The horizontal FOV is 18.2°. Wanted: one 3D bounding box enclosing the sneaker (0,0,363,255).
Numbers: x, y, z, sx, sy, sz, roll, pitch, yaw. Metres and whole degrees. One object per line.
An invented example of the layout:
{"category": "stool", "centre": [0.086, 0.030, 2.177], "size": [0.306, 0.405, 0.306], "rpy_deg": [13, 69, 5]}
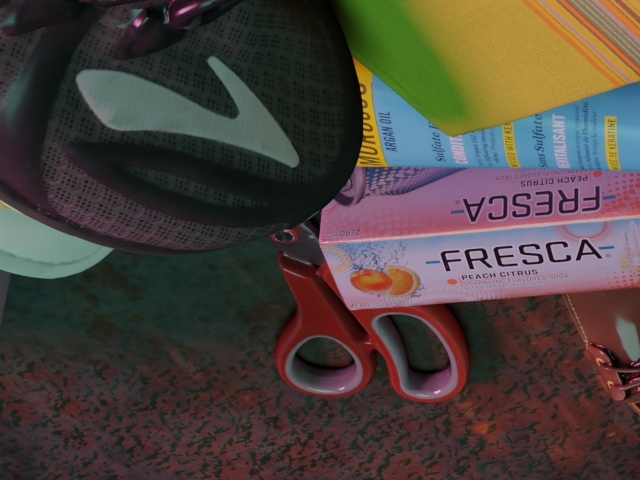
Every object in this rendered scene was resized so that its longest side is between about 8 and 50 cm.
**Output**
{"category": "sneaker", "centre": [-0.070, -0.141, 0.645], "size": [0.202, 0.185, 0.482], "rpy_deg": [25, 156, 31]}

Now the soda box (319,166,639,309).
{"category": "soda box", "centre": [0.095, -0.014, 0.935], "size": [0.183, 0.063, 0.058], "rpy_deg": [-5, 142, 14]}

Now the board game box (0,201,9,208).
{"category": "board game box", "centre": [-0.158, -0.133, 0.772], "size": [0.124, 0.039, 0.259], "rpy_deg": [-46, 136, -6]}

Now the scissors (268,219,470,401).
{"category": "scissors", "centre": [0.000, 0.000, 1.010], "size": [0.109, 0.021, 0.297], "rpy_deg": [-3, 142, 17]}

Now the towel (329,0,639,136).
{"category": "towel", "centre": [0.066, -0.092, 0.748], "size": [0.102, 0.021, 0.237], "rpy_deg": [41, 162, -12]}

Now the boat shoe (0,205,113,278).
{"category": "boat shoe", "centre": [-0.190, -0.092, 0.871], "size": [0.099, 0.116, 0.319], "rpy_deg": [34, 175, 42]}

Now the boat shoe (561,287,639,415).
{"category": "boat shoe", "centre": [0.169, 0.052, 1.016], "size": [0.064, 0.060, 0.178], "rpy_deg": [-15, 139, 26]}

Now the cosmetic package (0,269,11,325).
{"category": "cosmetic package", "centre": [-0.262, 0.050, 0.972], "size": [0.151, 0.183, 0.151], "rpy_deg": [-13, 139, 24]}

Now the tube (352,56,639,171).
{"category": "tube", "centre": [0.065, -0.060, 0.897], "size": [0.207, 0.052, 0.080], "rpy_deg": [2, 133, 15]}
